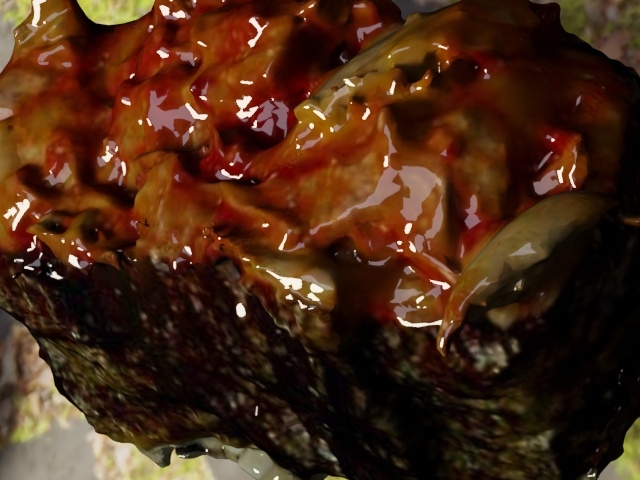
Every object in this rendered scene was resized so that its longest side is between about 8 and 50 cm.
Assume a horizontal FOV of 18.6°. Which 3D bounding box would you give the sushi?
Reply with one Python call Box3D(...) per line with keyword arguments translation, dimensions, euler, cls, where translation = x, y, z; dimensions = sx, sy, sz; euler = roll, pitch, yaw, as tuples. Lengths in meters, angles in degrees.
Box3D(translation=(0.000, 0.000, 0.802), dimensions=(0.343, 0.182, 0.196), euler=(3, 63, 37), cls="sushi")
